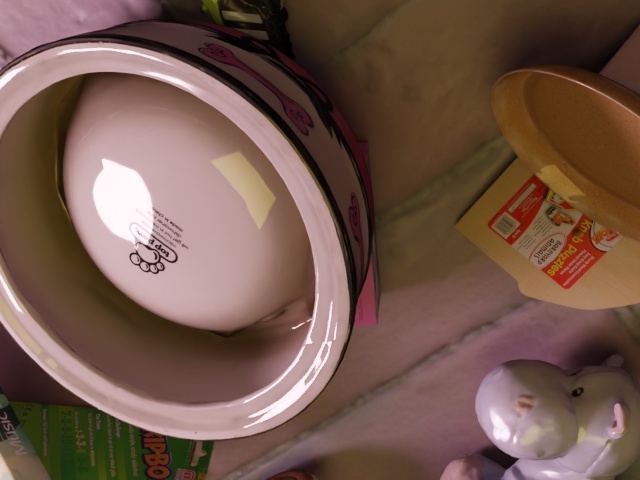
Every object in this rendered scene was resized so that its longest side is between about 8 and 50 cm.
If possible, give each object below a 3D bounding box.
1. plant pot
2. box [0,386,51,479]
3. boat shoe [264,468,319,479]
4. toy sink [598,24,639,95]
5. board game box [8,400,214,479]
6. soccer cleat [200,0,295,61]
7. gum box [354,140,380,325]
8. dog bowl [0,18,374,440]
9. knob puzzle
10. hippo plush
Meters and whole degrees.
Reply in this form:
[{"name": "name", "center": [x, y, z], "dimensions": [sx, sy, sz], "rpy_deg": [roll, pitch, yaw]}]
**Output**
[{"name": "plant pot", "center": [0.256, -0.077, 1.345], "dimensions": [0.236, 0.236, 0.032], "rpy_deg": [45, 73, -17]}, {"name": "box", "center": [-0.418, 0.208, 1.576], "dimensions": [0.232, 0.058, 0.322], "rpy_deg": [-44, 69, 24]}, {"name": "boat shoe", "center": [-0.064, 0.350, 1.710], "dimensions": [0.095, 0.095, 0.257], "rpy_deg": [30, 124, -26]}, {"name": "toy sink", "center": [0.346, -0.131, 1.357], "dimensions": [0.153, 0.234, 0.131], "rpy_deg": [41, 85, -14]}, {"name": "board game box", "center": [-0.245, 0.228, 1.633], "dimensions": [0.259, 0.124, 0.039], "rpy_deg": [2, 122, 5]}, {"name": "soccer cleat", "center": [-0.054, -0.197, 1.420], "dimensions": [0.072, 0.060, 0.179], "rpy_deg": [-30, 109, 19]}, {"name": "gum box", "center": [0.000, 0.000, 1.518], "dimensions": [0.107, 0.062, 0.188], "rpy_deg": [-2, 118, 7]}, {"name": "dog bowl", "center": [-0.130, -0.023, 1.419], "dimensions": [0.408, 0.150, 0.408], "rpy_deg": [12, 122, 19]}, {"name": "knob puzzle", "center": [0.258, -0.013, 1.488], "dimensions": [0.213, 0.030, 0.213], "rpy_deg": [10, 121, 17]}, {"name": "hippo plush", "center": [0.246, 0.248, 1.530], "dimensions": [0.294, 0.234, 0.237], "rpy_deg": [12, 120, 0]}]
